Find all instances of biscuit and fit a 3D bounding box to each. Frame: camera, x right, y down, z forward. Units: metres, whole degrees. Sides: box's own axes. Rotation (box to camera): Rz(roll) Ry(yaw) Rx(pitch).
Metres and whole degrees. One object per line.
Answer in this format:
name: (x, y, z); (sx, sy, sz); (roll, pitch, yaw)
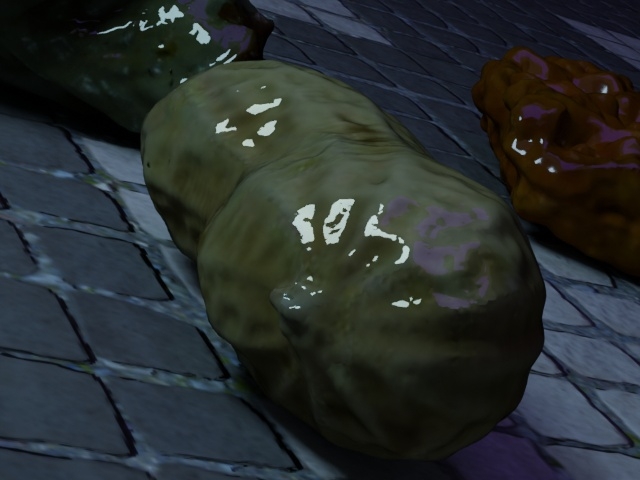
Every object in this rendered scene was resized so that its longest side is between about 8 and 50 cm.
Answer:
biscuit: (0.272, -0.045, 1.376); (0.318, 0.110, 0.312); (20, 16, -7)

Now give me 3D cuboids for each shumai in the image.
shumai: (-0.174, -0.140, 1.136); (0.272, 0.203, 0.222); (-11, 8, 15)

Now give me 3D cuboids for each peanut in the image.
peanut: (0.000, 0.000, 0.872); (0.153, 0.140, 0.325); (-7, 28, -26)
